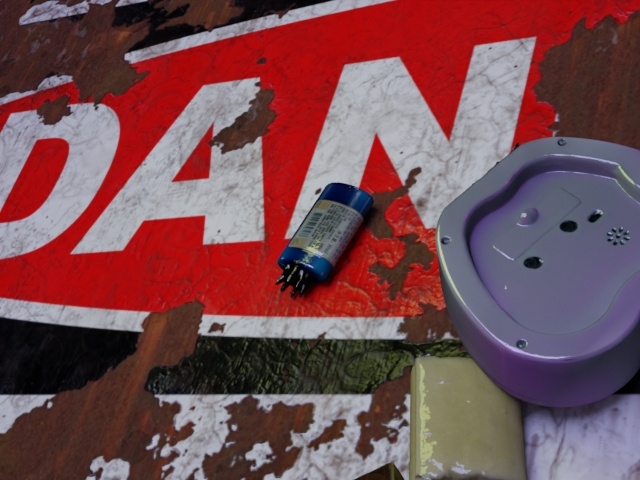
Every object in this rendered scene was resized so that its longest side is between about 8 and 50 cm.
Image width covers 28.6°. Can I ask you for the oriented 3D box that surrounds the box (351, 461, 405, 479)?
[{"bbox_3d":[-0.008,0.355,1.416,0.240,0.071,0.159,-27,10,9],"label":"box"}]

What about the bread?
[{"bbox_3d":[0.170,0.217,1.465,0.139,0.060,0.178,-2,48,5],"label":"bread"}]

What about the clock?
[{"bbox_3d":[0.303,0.030,1.486,0.338,0.102,0.338,-7,51,9],"label":"clock"}]

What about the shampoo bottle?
[{"bbox_3d":[0.000,0.000,1.793,0.087,0.050,0.183,14,60,37],"label":"shampoo bottle"}]
